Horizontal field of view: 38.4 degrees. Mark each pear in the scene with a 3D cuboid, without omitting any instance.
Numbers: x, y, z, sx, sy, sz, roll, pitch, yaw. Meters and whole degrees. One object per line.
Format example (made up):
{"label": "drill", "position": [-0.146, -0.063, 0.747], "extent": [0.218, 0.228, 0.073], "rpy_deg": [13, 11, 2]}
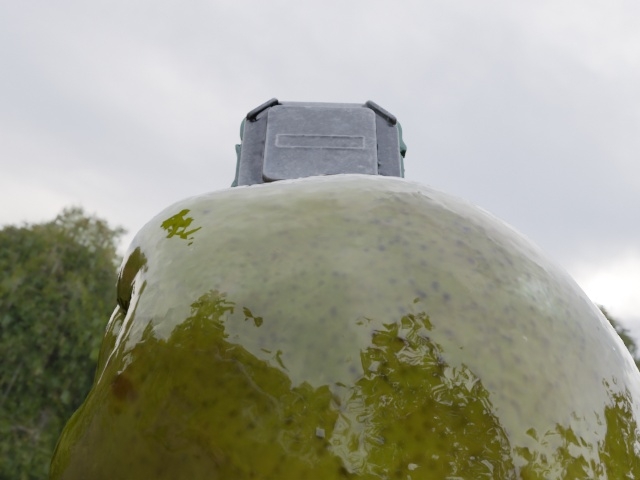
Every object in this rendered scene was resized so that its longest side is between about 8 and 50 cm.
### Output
{"label": "pear", "position": [0.023, 0.106, 0.454], "extent": [0.294, 0.294, 0.294], "rpy_deg": [19, -19, 7]}

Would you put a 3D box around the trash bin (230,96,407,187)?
{"label": "trash bin", "position": [0.000, 0.000, 1.439], "extent": [0.259, 0.295, 0.381], "rpy_deg": [1, -42, 0]}
